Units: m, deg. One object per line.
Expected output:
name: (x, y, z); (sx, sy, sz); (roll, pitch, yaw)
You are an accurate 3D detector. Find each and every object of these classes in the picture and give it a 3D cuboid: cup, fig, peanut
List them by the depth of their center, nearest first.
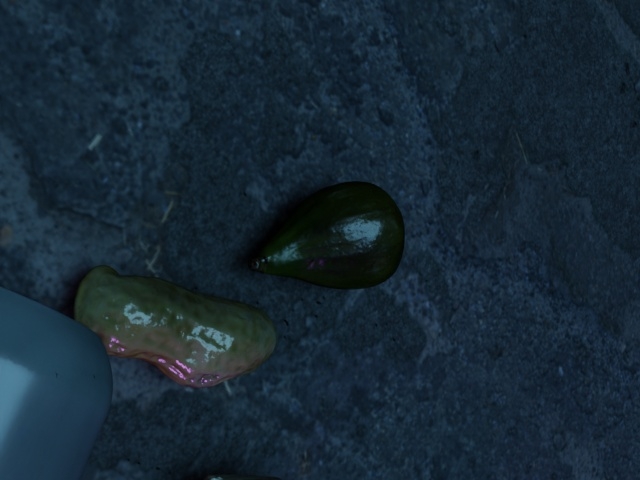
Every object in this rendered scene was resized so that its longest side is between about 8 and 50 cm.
cup: (-0.286, 0.187, 0.642); (0.205, 0.205, 0.312); (34, 70, -34)
peanut: (-0.131, 0.082, 0.836); (0.214, 0.099, 0.100); (27, 75, -36)
fig: (0.000, 0.000, 0.939); (0.177, 0.117, 0.117); (-12, 99, -20)

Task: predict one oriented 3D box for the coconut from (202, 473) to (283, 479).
coconut: (-0.075, 0.297, 0.854); (0.147, 0.147, 0.153); (44, 72, -31)
